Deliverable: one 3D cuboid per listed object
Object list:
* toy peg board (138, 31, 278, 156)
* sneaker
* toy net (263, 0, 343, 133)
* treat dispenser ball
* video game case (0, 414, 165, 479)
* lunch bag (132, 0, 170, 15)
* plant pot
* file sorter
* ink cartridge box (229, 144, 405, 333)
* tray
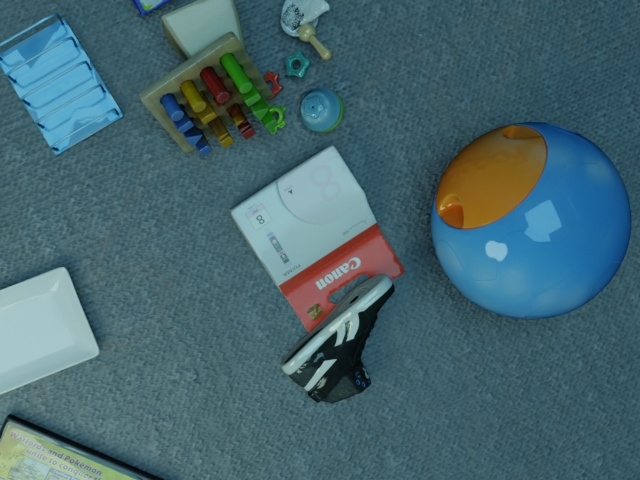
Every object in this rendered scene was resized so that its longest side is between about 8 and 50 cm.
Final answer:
[{"bbox_3d":[-0.149,-0.190,1.590,0.160,0.161,0.079,-34,60,1],"label":"toy peg board"},{"bbox_3d":[0.056,0.159,1.685,0.217,0.079,0.121,-42,102,8],"label":"sneaker"},{"bbox_3d":[-0.032,-0.281,1.683,0.122,0.045,0.232,-2,89,22],"label":"toy net"},{"bbox_3d":[0.305,-0.028,1.607,0.288,0.288,0.288,0,91,-8],"label":"treat dispenser ball"},{"bbox_3d":[-0.394,0.429,1.653,0.275,0.035,0.248,25,88,-7],"label":"video game case"},{"bbox_3d":[-0.248,-0.427,1.626,0.129,0.096,0.151,-32,108,-8],"label":"lunch bag"},{"bbox_3d":[-0.164,-0.296,1.623,0.109,0.109,0.096,-25,90,-6],"label":"plant pot"},{"bbox_3d":[-0.383,-0.229,1.603,0.118,0.104,0.170,-32,95,-6],"label":"file sorter"},{"bbox_3d":[0.000,0.000,1.686,0.189,0.066,0.232,-33,92,-5],"label":"ink cartridge box"},{"bbox_3d":[-0.479,0.152,1.637,0.270,0.030,0.145,-21,95,-7],"label":"tray"}]
